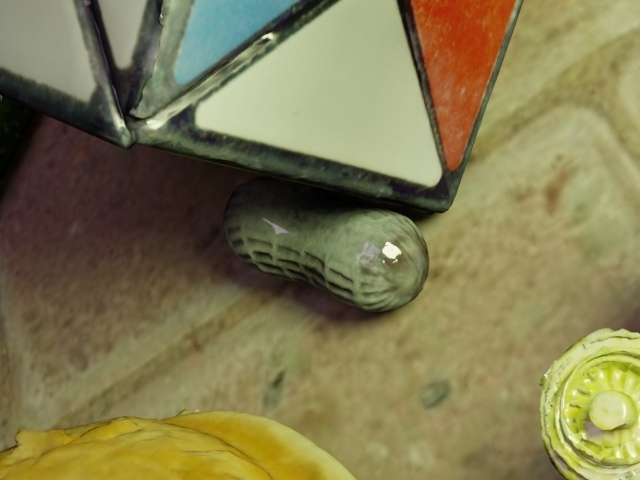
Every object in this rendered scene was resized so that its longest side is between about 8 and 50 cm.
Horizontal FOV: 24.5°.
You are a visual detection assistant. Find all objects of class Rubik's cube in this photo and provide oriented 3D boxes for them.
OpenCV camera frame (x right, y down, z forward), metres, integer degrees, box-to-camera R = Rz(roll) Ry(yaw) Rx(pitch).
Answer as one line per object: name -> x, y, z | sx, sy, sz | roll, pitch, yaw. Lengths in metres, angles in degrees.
Rubik's cube -> -0.061, -0.212, 0.938 | 0.310, 0.307, 0.305 | 22, 98, 40

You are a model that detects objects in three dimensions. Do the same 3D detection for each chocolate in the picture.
chocolate -> 0.000, 0.000, 0.973 | 0.167, 0.072, 0.072 | 22, 82, 39

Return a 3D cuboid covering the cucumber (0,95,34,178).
cucumber -> -0.287, -0.074, 1.215 | 0.069, 0.069, 0.227 | 20, 77, 39

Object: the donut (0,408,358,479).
donut -> -0.132, 0.296, 0.841 | 0.449, 0.198, 0.449 | -18, 55, 28

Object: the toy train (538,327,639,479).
toy train -> 0.231, 0.072, 0.743 | 0.177, 0.134, 0.261 | 31, 88, 32
